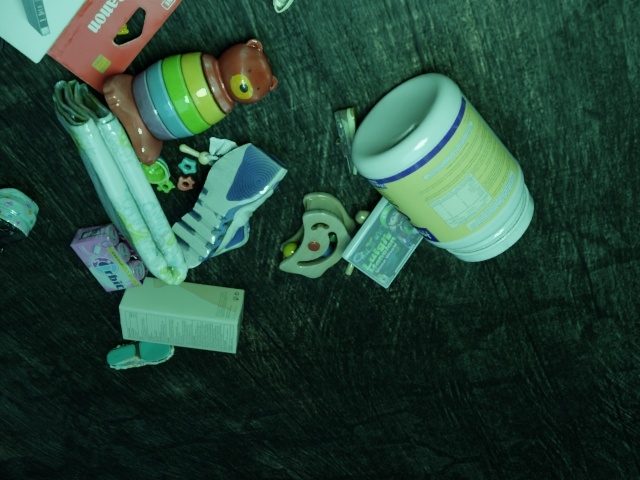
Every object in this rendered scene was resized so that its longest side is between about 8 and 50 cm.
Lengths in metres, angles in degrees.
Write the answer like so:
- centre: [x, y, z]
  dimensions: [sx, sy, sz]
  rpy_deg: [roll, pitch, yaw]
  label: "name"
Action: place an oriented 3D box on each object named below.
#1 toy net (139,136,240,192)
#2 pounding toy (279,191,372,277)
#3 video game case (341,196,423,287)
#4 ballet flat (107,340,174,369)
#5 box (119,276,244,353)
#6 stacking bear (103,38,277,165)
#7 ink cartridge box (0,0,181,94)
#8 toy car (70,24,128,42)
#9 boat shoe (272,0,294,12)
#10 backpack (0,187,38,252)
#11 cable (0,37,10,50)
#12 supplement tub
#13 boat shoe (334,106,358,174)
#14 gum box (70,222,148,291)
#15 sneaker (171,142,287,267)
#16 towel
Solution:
- centre: [-0.283, -0.159, 1.380]
  dimensions: [0.232, 0.045, 0.122]
  rpy_deg: [-10, 131, 14]
  label: "toy net"
- centre: [0.000, 0.000, 1.430]
  dimensions: [0.154, 0.155, 0.269]
  rpy_deg: [31, 127, -26]
  label: "pounding toy"
- centre: [0.155, -0.003, 1.405]
  dimensions: [0.173, 0.022, 0.190]
  rpy_deg: [36, 90, -42]
  label: "video game case"
- centre: [-0.528, 0.336, 1.866]
  dimensions: [0.241, 0.091, 0.077]
  rpy_deg: [-10, 162, 20]
  label: "ballet flat"
- centre: [-0.370, 0.200, 1.677]
  dimensions: [0.311, 0.121, 0.148]
  rpy_deg: [9, 134, -3]
  label: "box"
- centre: [-0.230, -0.285, 1.182]
  dimensions: [0.289, 0.164, 0.175]
  rpy_deg: [-18, 123, 7]
  label: "stacking bear"
- centre: [-0.412, -0.427, 1.083]
  dimensions: [0.261, 0.066, 0.296]
  rpy_deg: [37, 113, -26]
  label: "ink cartridge box"
- centre: [-0.426, -0.397, 1.187]
  dimensions: [0.122, 0.060, 0.040]
  rpy_deg: [-13, 88, -4]
  label: "toy car"
- centre: [-0.048, -0.460, 1.074]
  dimensions: [0.049, 0.043, 0.137]
  rpy_deg: [23, 130, -13]
  label: "boat shoe"
- centre: [-0.764, -0.053, 1.473]
  dimensions: [0.182, 0.115, 0.152]
  rpy_deg: [-7, 149, 30]
  label: "backpack"
- centre: [-0.654, -0.432, 1.154]
  dimensions: [0.150, 0.047, 0.184]
  rpy_deg: [14, 133, -8]
  label: "cable"
- centre: [0.246, -0.133, 1.221]
  dimensions: [0.241, 0.241, 0.331]
  rpy_deg: [-30, 124, 29]
  label: "supplement tub"
- centre: [0.057, -0.208, 1.302]
  dimensions: [0.049, 0.056, 0.152]
  rpy_deg: [1, 124, 12]
  label: "boat shoe"
- centre: [-0.537, 0.041, 1.582]
  dimensions: [0.107, 0.062, 0.188]
  rpy_deg: [-10, 132, 15]
  label: "gum box"
- centre: [-0.203, -0.074, 1.402]
  dimensions: [0.127, 0.182, 0.315]
  rpy_deg: [43, 98, 8]
  label: "sneaker"
- centre: [-0.407, -0.117, 1.241]
  dimensions: [0.090, 0.320, 0.374]
  rpy_deg: [-29, 126, -16]
  label: "towel"
